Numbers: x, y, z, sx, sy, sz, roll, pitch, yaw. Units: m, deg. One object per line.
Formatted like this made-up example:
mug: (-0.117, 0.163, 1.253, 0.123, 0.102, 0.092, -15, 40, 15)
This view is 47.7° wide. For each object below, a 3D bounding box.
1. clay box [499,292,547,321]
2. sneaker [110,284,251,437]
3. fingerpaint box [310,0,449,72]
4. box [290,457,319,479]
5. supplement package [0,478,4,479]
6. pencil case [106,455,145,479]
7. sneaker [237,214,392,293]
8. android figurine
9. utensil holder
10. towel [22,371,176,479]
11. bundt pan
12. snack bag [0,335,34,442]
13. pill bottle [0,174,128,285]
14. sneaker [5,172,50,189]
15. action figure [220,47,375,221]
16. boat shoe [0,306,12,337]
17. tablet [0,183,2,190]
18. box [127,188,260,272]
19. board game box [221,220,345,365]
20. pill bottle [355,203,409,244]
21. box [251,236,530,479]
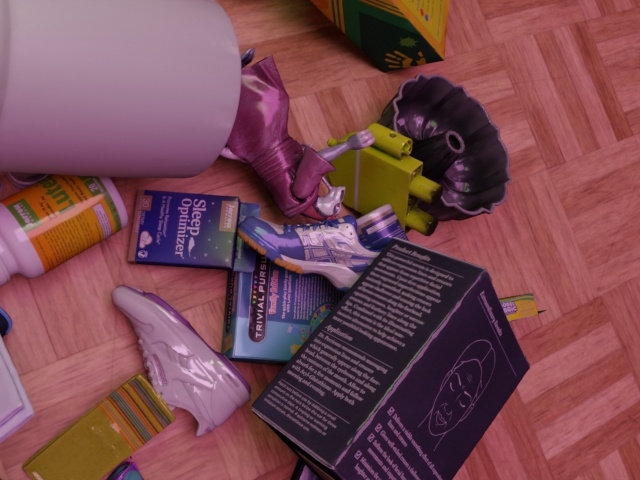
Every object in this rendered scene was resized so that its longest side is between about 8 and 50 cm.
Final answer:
clay box: (0.354, 0.155, 1.534, 0.222, 0.127, 0.053, -9, 83, -27)
sneaker: (-0.265, 0.207, 1.246, 0.305, 0.114, 0.152, 46, 79, -2)
fingerpaint box: (0.127, -0.641, 1.507, 0.371, 0.163, 0.444, 27, 65, -51)
box: (0.002, 0.516, 1.337, 0.159, 0.044, 0.233, 30, 68, -16)
supplement package: (-0.505, 0.442, 1.034, 0.263, 0.199, 0.198, 37, 66, -13)
pencil case: (-0.290, 0.439, 1.210, 0.070, 0.064, 0.151, -45, 100, -10)
sneaker: (0.000, 0.000, 1.295, 0.296, 0.112, 0.131, 22, 101, -19)
android figurine: (0.116, -0.116, 1.429, 0.273, 0.248, 0.056, 31, 53, 29)
utensil holder: (-0.361, -0.251, 1.085, 0.385, 0.328, 0.327, 1, 78, -42)
towel: (-0.361, 0.330, 1.188, 0.237, 0.021, 0.102, -38, 94, -9)
bundt pan: (0.245, -0.182, 1.537, 0.331, 0.124, 0.330, 17, 59, -31)
snack bag: (-0.576, 0.236, 0.981, 0.342, 0.323, 0.037, -41, 142, -8)
pill bottle: (-0.458, -0.023, 1.195, 0.246, 0.136, 0.136, -34, 94, -27)
sneaker: (-0.529, -0.230, 1.221, 0.105, 0.115, 0.281, -30, 92, -27)
action figure: (-0.086, -0.155, 1.336, 0.276, 0.248, 0.370, -36, 92, -26)
boat shoe: (-0.601, 0.069, 1.128, 0.258, 0.109, 0.089, 46, 68, -7)
tablet: (-0.579, -0.066, 1.223, 0.054, 0.006, 0.083, 19, 70, -19)
box: (-0.226, -0.018, 1.311, 0.225, 0.036, 0.136, 4, 75, -1)
board game box: (-0.012, 0.117, 1.400, 0.336, 0.079, 0.253, 10, 73, -22)
pill bottle: (0.130, 0.023, 1.391, 0.094, 0.094, 0.169, -28, 90, -27)
box: (0.134, 0.247, 1.228, 0.395, 0.212, 0.293, -48, 131, -18)
